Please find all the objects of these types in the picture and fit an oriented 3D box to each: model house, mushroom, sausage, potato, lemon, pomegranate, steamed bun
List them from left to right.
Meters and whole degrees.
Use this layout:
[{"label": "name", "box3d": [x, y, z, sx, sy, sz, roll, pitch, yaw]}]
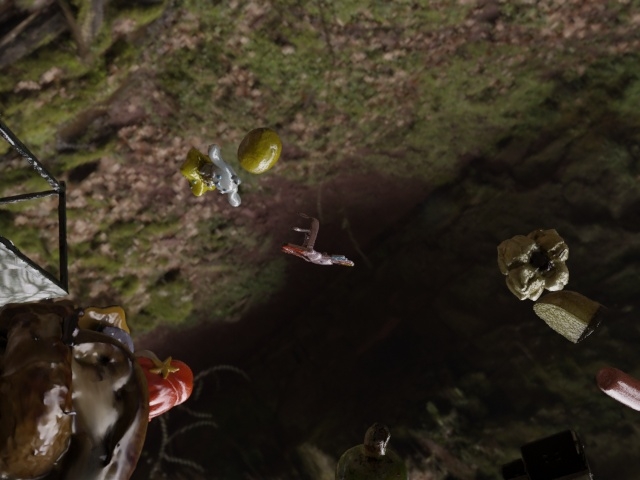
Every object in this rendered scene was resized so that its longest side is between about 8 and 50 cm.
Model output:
[{"label": "mushroom", "box3d": [-0.325, 0.201, 0.890, 0.195, 0.263, 0.283, 35, -70, 61]}, {"label": "lemon", "box3d": [-0.121, -0.174, 1.538, 0.082, 0.082, 0.111, -42, 176, -47]}, {"label": "pomegranate", "box3d": [0.132, 0.556, 1.914, 0.211, 0.179, 0.179, -64, -175, -9]}, {"label": "steamed bun", "box3d": [0.573, 0.071, 2.094, 0.177, 0.193, 0.106, -9, -173, 3]}, {"label": "model house", "box3d": [0.523, 0.589, 1.730, 0.204, 0.243, 0.211, -20, -168, 10]}, {"label": "potato", "box3d": [0.432, 0.117, 1.365, 0.066, 0.103, 0.096, -50, 170, -24]}, {"label": "sausage", "box3d": [0.670, 0.327, 1.721, 0.062, 0.154, 0.062, -44, -150, 33]}]

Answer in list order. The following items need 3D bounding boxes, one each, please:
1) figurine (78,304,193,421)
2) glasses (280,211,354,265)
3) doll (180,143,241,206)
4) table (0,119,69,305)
[{"label": "figurine", "box3d": [-0.395, 0.266, 1.552, 0.208, 0.257, 0.181, 6, 111, -48]}, {"label": "glasses", "box3d": [0.004, 0.008, 1.710, 0.255, 0.162, 0.095, -165, -82, -87]}, {"label": "doll", "box3d": [-0.185, -0.114, 1.414, 0.113, 0.135, 0.071, -7, -140, 47]}, {"label": "table", "box3d": [-0.670, -0.049, 1.560, 0.222, 0.272, 0.335, -8, 159, 1]}]
